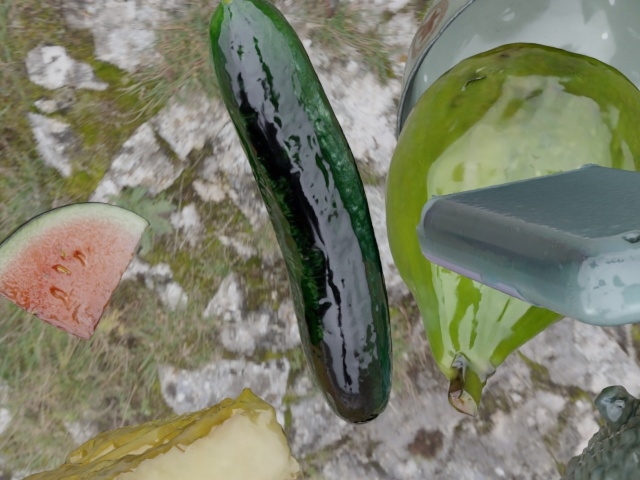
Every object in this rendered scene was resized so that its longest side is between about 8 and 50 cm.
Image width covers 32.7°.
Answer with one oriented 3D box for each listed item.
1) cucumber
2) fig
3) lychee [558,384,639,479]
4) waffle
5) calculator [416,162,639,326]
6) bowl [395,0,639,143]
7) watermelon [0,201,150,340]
[{"bbox_3d":[0.000,0.000,0.555,0.056,0.056,0.284,-16,128,1],"label":"cucumber"},{"bbox_3d":[0.152,-0.035,0.898,0.233,0.314,0.233,13,119,24],"label":"fig"},{"bbox_3d":[0.309,0.221,0.834,0.255,0.255,0.274,-40,78,5],"label":"lychee"},{"bbox_3d":[-0.154,0.154,0.508,0.248,0.221,0.055,-25,89,-31],"label":"waffle"},{"bbox_3d":[0.149,-0.004,0.585,0.141,0.246,0.045,-12,102,-17],"label":"calculator"},{"bbox_3d":[0.212,-0.197,1.129,0.337,0.157,0.337,-13,139,-11],"label":"bowl"},{"bbox_3d":[-0.194,0.032,0.792,0.125,0.135,0.094,-30,77,32],"label":"watermelon"}]
